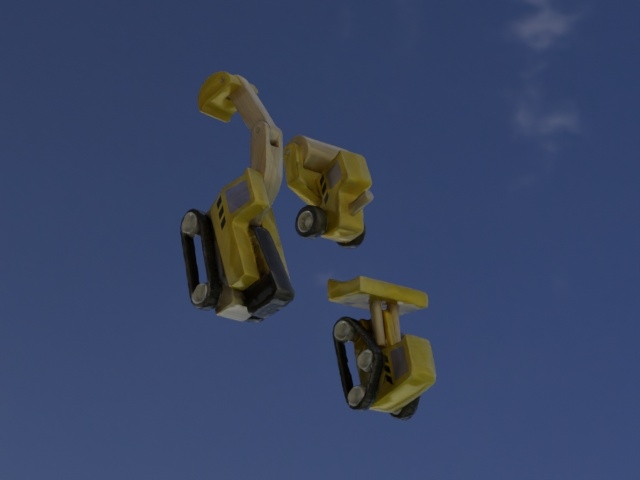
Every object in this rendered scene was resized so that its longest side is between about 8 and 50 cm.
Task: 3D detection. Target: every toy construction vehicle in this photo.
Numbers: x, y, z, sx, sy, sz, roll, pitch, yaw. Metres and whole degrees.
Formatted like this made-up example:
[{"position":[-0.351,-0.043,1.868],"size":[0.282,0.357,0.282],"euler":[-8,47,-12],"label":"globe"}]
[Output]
[{"position":[0.000,0.000,0.531],"size":[0.086,0.035,0.098],"euler":[19,-130,-40],"label":"toy construction vehicle"}]
